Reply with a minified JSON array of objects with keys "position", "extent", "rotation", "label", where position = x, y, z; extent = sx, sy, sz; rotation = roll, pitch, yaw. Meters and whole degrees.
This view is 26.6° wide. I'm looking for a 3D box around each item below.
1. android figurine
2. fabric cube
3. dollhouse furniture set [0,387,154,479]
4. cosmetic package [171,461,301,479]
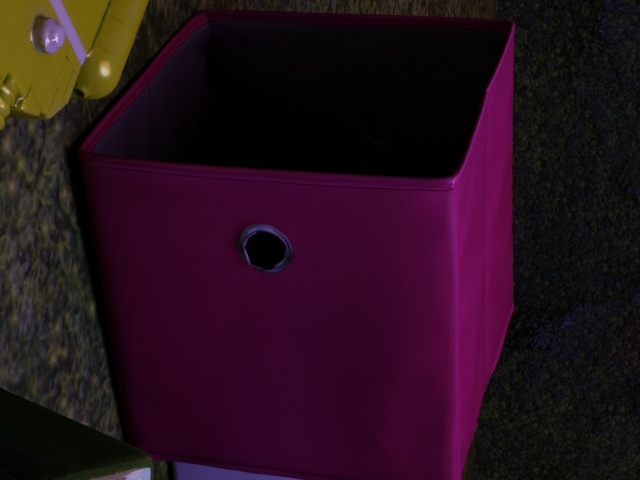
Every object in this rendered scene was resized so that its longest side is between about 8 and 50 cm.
[{"position":[-0.160,-0.180,0.742],"extent":[0.248,0.056,0.273],"rotation":[73,25,-52],"label":"android figurine"},{"position":[0.000,0.000,0.987],"extent":[0.259,0.254,0.258],"rotation":[-63,154,-55],"label":"fabric cube"},{"position":[-0.174,0.014,0.416],"extent":[0.197,0.151,0.301],"rotation":[-9,106,-39],"label":"dollhouse furniture set"},{"position":[-0.024,0.211,1.134],"extent":[0.151,0.151,0.183],"rotation":[-58,148,-60],"label":"cosmetic package"}]
